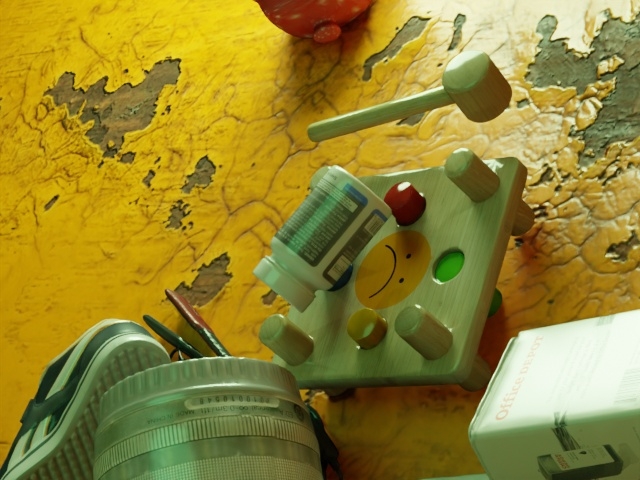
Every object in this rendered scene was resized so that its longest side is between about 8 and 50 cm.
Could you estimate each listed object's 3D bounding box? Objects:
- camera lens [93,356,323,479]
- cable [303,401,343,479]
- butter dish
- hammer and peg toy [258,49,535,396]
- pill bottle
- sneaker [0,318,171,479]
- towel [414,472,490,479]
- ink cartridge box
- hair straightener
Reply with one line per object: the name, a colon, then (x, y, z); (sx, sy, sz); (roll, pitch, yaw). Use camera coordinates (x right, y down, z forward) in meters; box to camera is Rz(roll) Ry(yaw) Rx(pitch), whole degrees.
camera lens: (-0.100, 0.274, 1.731); (0.219, 0.219, 0.274); (-23, 62, 27)
cable: (-0.055, 0.238, 1.900); (0.150, 0.047, 0.184); (-48, 44, 8)
butter dish: (-0.006, -0.295, 2.225); (0.160, 0.160, 0.118); (-28, 66, 23)
hammer and peg toy: (0.090, -0.009, 1.902); (0.266, 0.127, 0.361); (-7, 54, 41)
pill bottle: (0.000, 0.000, 1.812); (0.137, 0.078, 0.078); (-50, 40, -2)
sneaker: (-0.280, 0.232, 2.042); (0.321, 0.126, 0.127); (-55, 26, 3)
towel: (0.136, 0.357, 1.633); (0.248, 0.038, 0.325); (-11, 52, 35)
ink cartridge box: (0.260, 0.143, 1.618); (0.218, 0.092, 0.158); (-11, 30, 34)
hair straightener: (-0.142, 0.143, 2.059); (0.089, 0.047, 0.230); (-48, 44, 0)
